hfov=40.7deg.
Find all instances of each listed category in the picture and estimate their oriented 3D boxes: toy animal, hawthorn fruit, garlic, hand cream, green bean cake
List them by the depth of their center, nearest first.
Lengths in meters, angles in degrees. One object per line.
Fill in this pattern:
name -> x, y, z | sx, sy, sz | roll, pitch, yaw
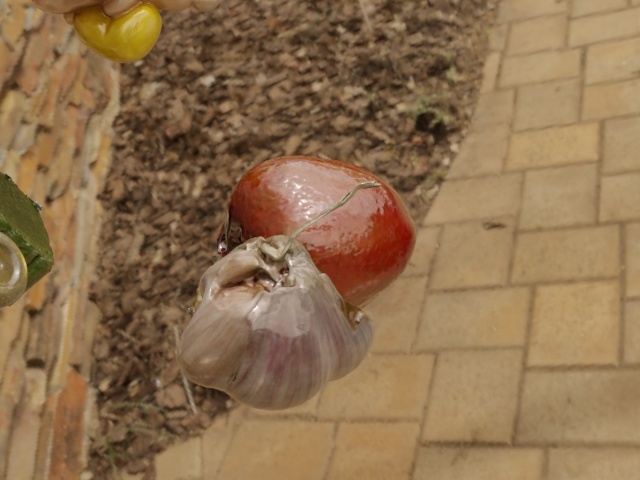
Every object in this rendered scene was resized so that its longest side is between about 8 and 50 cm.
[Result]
garlic -> -0.040, 0.038, 0.886 | 0.207, 0.207, 0.256 | 28, 98, 48
hand cream -> -0.406, 0.054, 0.907 | 0.203, 0.084, 0.084 | -20, 35, 25
hawthorn fruit -> -0.011, 0.003, 1.332 | 0.312, 0.295, 0.295 | -13, 37, 9
toy animal -> -0.342, -0.455, 1.425 | 0.345, 0.247, 0.277 | -3, 76, 19
green bean cake -> -0.621, -0.032, 1.570 | 0.156, 0.247, 0.250 | -36, 42, 2
